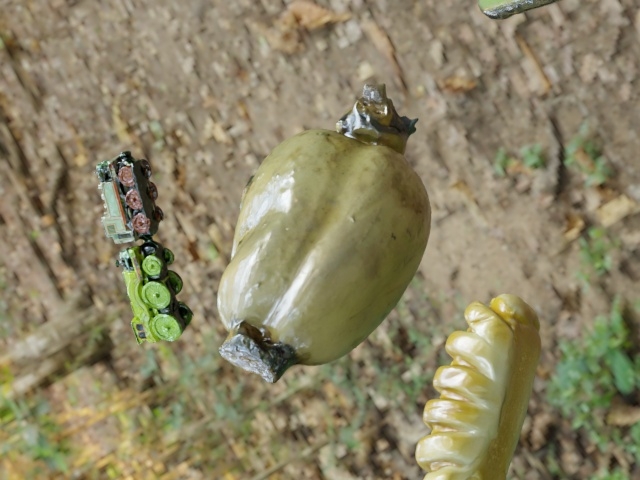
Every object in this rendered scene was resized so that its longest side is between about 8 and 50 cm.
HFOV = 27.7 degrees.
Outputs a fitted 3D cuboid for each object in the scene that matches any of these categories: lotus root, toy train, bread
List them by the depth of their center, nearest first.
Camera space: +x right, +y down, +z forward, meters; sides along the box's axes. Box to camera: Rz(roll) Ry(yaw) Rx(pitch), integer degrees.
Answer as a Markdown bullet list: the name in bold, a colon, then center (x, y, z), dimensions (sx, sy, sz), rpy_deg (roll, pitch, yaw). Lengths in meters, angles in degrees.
- **lotus root**: center (0.000, 0.000, 1.047), dimensions (0.154, 0.257, 0.140), rpy_deg (20, 151, 22)
- **toy train**: center (-0.223, 0.009, 1.613), dimensions (0.053, 0.085, 0.249), rpy_deg (-49, -50, -61)
- **bread**: center (0.226, 0.225, 1.855), dimensions (0.121, 0.311, 0.173), rpy_deg (9, 161, 33)

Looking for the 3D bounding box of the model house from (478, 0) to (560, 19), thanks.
- **model house**: center (0.090, -0.273, 0.612), dimensions (0.279, 0.205, 0.218), rpy_deg (42, 164, -18)
